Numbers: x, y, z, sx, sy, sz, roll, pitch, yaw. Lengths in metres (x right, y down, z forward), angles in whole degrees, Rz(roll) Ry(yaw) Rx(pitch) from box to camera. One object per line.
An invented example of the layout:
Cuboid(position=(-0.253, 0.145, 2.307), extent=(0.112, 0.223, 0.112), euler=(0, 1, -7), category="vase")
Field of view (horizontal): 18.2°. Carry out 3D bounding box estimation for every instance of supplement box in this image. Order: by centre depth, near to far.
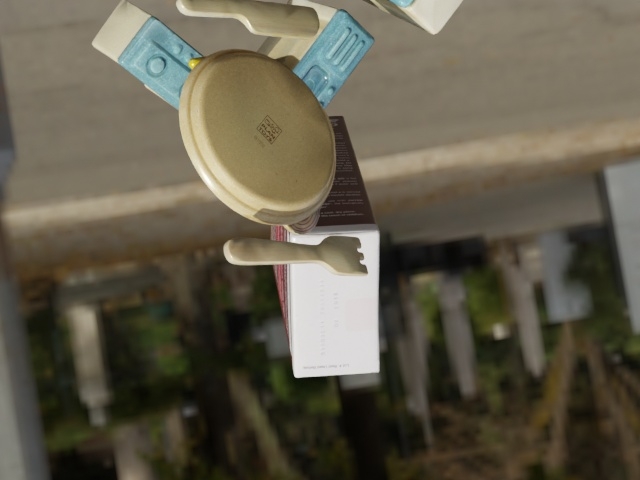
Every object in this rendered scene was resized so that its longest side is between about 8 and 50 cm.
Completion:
Cuboid(position=(0.000, 0.000, 1.654), extent=(0.073, 0.130, 0.239), euler=(-4, -153, -6), category="supplement box")

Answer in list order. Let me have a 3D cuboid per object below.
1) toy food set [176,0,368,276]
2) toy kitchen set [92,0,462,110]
Cuboid(position=(-0.041, -0.064, 1.302), extent=(0.132, 0.192, 0.038), euler=(4, 157, -39), category="toy food set")
Cuboid(position=(-0.027, -0.165, 1.422), extent=(0.166, 0.207, 0.122), euler=(38, 177, -39), category="toy kitchen set")
